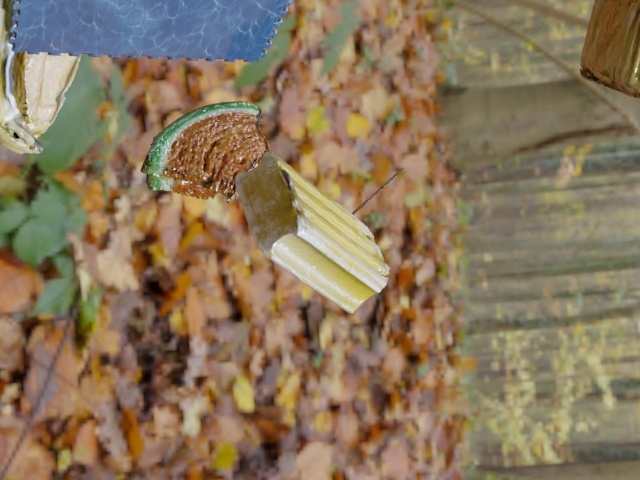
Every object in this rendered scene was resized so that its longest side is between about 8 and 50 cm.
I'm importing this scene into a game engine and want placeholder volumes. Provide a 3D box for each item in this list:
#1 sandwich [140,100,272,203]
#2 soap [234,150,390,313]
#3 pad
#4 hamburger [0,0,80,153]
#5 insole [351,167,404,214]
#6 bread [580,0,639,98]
[{"bbox_3d":[-0.168,-0.136,1.847,0.235,0.159,0.079,-54,174,-43],"label":"sandwich"},{"bbox_3d":[0.000,0.000,1.456,0.232,0.073,0.140,37,25,-47],"label":"soap"},{"bbox_3d":[-0.147,-0.238,1.086,0.270,0.269,0.012,127,-42,-63],"label":"pad"},{"bbox_3d":[-0.434,-0.234,1.628,0.155,0.135,0.208,32,69,-62],"label":"hamburger"},{"bbox_3d":[0.066,-0.056,1.626,0.002,0.135,0.045,48,0,-5],"label":"insole"},{"bbox_3d":[0.314,-0.177,1.042,0.190,0.132,0.114,-114,-145,-67],"label":"bread"}]
